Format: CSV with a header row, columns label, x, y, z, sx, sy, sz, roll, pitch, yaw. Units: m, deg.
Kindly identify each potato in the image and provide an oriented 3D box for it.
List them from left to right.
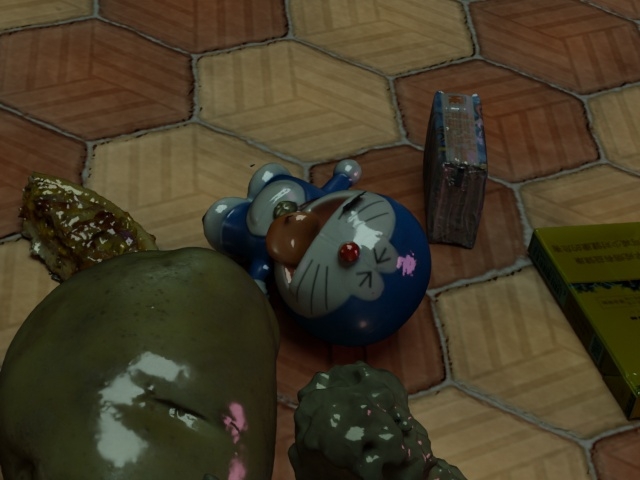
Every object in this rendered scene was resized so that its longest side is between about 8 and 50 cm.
label,x,y,z,sx,sy,sz,roll,pitch,yaw
potato,-0.158,0.145,1.493,0.243,0.221,0.326,-1,48,1

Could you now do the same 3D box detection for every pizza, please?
label,x,y,z,sx,sy,sz,roll,pitch,yaw
pizza,-0.239,-0.002,1.797,0.127,0.058,0.246,-10,40,-25

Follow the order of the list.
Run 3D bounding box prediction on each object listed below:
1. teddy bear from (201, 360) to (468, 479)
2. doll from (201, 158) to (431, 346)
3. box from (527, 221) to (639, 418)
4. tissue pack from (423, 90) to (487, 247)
label,x,y,z,sx,sy,sz,roll,pitch,yaw
teddy bear,-0.005,0.306,1.240,0.367,0.357,0.224,-38,11,2
doll,0.000,0.000,1.776,0.257,0.161,0.215,27,67,37
box,0.349,0.078,1.856,0.153,0.041,0.279,-3,40,-20
tissue pack,0.155,-0.083,1.955,0.065,0.115,0.155,6,38,-2
